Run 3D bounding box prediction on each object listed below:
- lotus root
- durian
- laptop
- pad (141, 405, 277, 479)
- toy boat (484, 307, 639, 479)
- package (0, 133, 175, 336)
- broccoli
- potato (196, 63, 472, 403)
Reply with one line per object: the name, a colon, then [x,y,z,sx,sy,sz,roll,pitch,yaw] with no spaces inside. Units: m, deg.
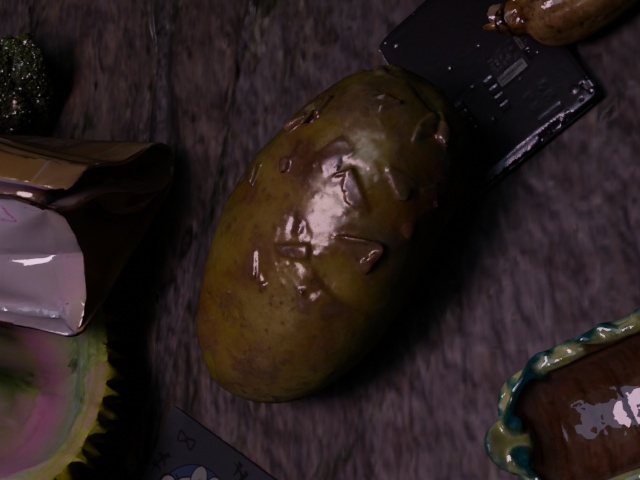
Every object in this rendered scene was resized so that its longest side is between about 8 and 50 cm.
lotus root: [0.190,-0.187,0.777,0.151,0.072,0.063,-24,19,21]
durian: [-0.282,0.118,0.977,0.158,0.169,0.352,-51,40,27]
laptop: [0.128,-0.138,0.843,0.129,0.016,0.180,-40,55,21]
pad: [-0.083,0.266,0.895,0.245,0.006,0.170,27,93,40]
toy boat: [0.237,0.077,0.649,0.293,0.099,0.109,-36,59,33]
package: [-0.327,-0.060,0.977,0.311,0.165,0.221,10,52,19]
broccoli: [-0.358,-0.168,1.157,0.162,0.145,0.138,-38,22,44]
potato: [0.000,0.000,0.820,0.298,0.141,0.176,-56,38,12]
